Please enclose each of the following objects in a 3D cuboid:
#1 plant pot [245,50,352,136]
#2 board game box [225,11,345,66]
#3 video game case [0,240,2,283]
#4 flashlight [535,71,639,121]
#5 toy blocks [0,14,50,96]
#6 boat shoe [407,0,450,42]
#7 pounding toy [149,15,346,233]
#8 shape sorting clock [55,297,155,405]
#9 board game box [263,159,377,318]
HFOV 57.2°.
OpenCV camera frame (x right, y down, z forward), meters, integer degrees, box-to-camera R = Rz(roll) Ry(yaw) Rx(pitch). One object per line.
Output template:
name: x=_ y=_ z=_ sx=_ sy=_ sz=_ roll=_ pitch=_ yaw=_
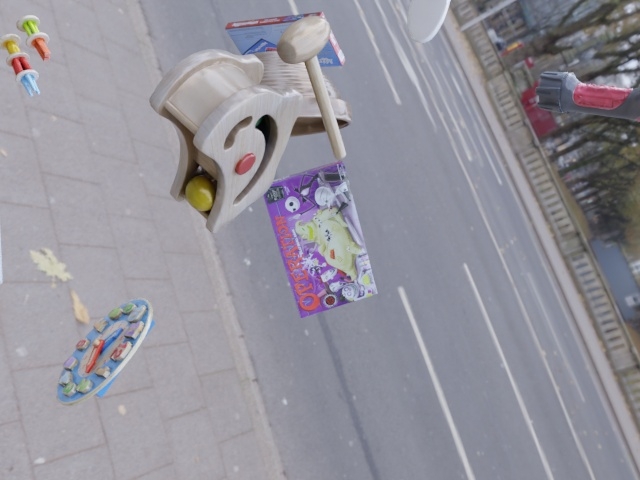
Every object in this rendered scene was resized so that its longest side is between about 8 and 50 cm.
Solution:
plant pot: x=-0.071 y=-0.227 z=0.916 sx=0.237 sy=0.237 sz=0.110 roll=-14 pitch=101 yaw=-66
board game box: x=-0.088 y=-0.485 z=1.447 sx=0.145 sy=0.281 sz=0.027 roll=54 pitch=51 yaw=-48
video game case: x=-0.630 y=-0.039 z=1.122 sx=0.022 sy=0.191 sz=0.173 roll=-4 pitch=28 yaw=-31
flashlight: x=0.592 y=-0.297 z=1.193 sx=0.103 sy=0.304 sz=0.103 roll=1 pitch=107 yaw=-44
toy blocks: x=-0.661 y=-0.418 z=1.343 sx=0.148 sy=0.123 sz=0.054 roll=60 pitch=19 yaw=7
boat shoe: x=0.190 y=-0.407 z=0.966 sx=0.063 sy=0.066 sz=0.184 roll=20 pitch=77 yaw=-59
pounding toy: x=-0.077 y=-0.100 z=0.623 sx=0.155 sy=0.270 sz=0.154 roll=42 pitch=47 yaw=14
shape sorting clock: x=-0.356 y=0.176 z=0.960 sx=0.040 sy=0.206 sz=0.206 roll=52 pitch=27 yaw=-32
board game box: x=0.000 y=0.000 z=1.429 sx=0.056 sy=0.208 sz=0.347 roll=-111 pitch=-176 yaw=-73
